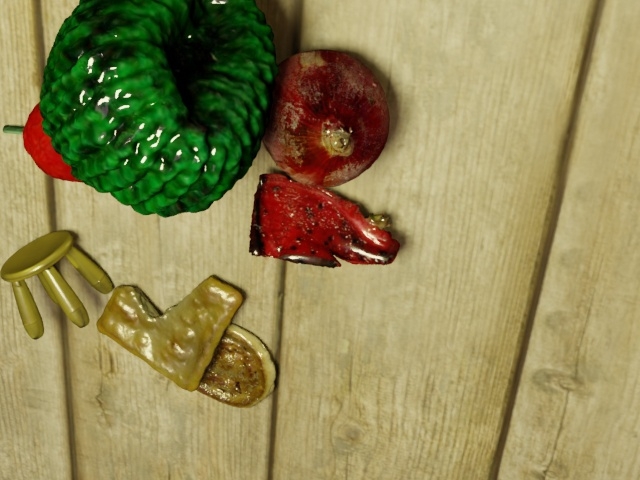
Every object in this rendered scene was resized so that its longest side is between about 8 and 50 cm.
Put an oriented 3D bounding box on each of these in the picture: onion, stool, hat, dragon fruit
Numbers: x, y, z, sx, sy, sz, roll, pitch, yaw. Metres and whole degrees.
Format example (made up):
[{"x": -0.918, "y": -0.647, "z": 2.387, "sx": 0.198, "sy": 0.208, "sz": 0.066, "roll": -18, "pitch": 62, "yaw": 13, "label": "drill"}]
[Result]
[{"x": 0.005, "y": -0.130, "z": 1.087, "sx": 0.160, "sy": 0.195, "sz": 0.159, "roll": -2, "pitch": 111, "yaw": -5, "label": "onion"}, {"x": -0.369, "y": 0.060, "z": 1.355, "sx": 0.134, "sy": 0.135, "sz": 0.110, "roll": 24, "pitch": 144, "yaw": 58, "label": "stool"}, {"x": -0.206, "y": -0.137, "z": 1.070, "sx": 0.242, "sy": 0.274, "sz": 0.332, "roll": 39, "pitch": 141, "yaw": -20, "label": "hat"}, {"x": 0.005, "y": -0.019, "z": 1.201, "sx": 0.192, "sy": 0.122, "sz": 0.092, "roll": 17, "pitch": 107, "yaw": 9, "label": "dragon fruit"}]

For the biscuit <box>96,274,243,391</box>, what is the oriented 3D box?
[{"x": -0.215, "y": 0.104, "z": 1.366, "sx": 0.183, "sy": 0.039, "sz": 0.174, "roll": 29, "pitch": 111, "yaw": 11, "label": "biscuit"}]

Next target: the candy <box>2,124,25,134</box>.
[{"x": -0.283, "y": -0.140, "z": 1.250, "sx": 0.306, "sy": 0.083, "sz": 0.091, "roll": 8, "pitch": 84, "yaw": 23, "label": "candy"}]

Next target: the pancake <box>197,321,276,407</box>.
[{"x": -0.138, "y": 0.182, "z": 1.406, "sx": 0.158, "sy": 0.028, "sz": 0.158, "roll": 9, "pitch": 122, "yaw": 15, "label": "pancake"}]
